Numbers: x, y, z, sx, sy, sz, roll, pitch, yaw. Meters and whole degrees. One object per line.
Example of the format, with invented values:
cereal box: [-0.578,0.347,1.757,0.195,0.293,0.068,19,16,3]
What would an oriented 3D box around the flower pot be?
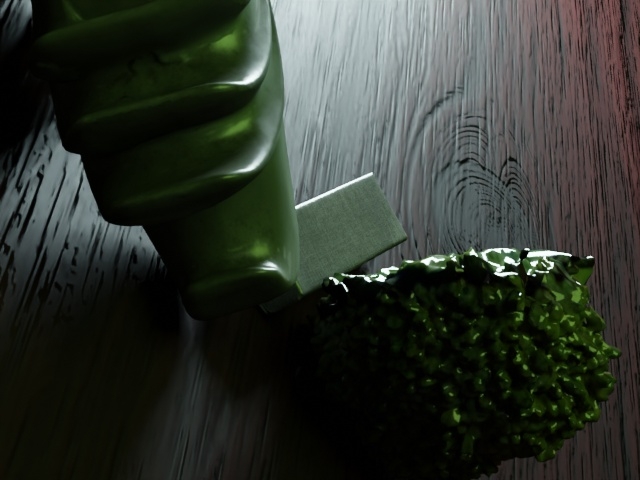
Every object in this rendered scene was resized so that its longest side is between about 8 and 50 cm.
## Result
flower pot: [-0.112,-0.146,1.051,0.254,0.164,0.368,68,6,-65]

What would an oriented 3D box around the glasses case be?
glasses case: [0.000,0.000,1.240,0.071,0.047,0.205,61,30,1]

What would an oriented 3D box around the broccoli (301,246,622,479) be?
broccoli: [0.127,0.102,1.169,0.273,0.242,0.180,1,81,-47]
